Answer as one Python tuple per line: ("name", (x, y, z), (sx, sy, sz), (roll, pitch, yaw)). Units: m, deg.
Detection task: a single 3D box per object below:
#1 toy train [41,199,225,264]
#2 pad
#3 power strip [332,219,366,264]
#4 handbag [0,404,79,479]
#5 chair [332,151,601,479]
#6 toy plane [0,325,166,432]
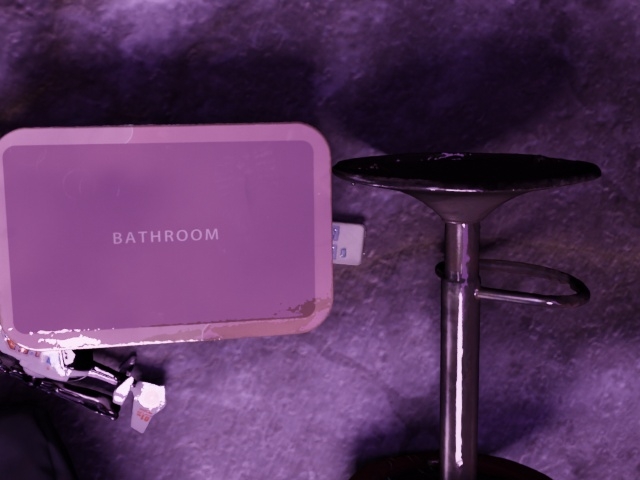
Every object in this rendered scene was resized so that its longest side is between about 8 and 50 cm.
("toy train", (-0.165, -0.019, 0.758), (0.170, 0.111, 0.071), (5, 97, -16))
("pad", (-0.120, -0.004, 0.714), (0.266, 0.002, 0.176), (-3, 100, -12))
("power strip", (0.000, 0.000, 0.848), (0.090, 0.016, 0.040), (5, 98, -14))
("handbag", (-0.318, 0.305, 0.739), (0.301, 0.275, 0.178), (-21, 146, -12))
("chair", (0.119, 0.130, 0.795), (0.226, 0.226, 0.401), (-2, 101, -13))
("toy plane", (-0.224, 0.102, 0.799), (0.197, 0.053, 0.078), (28, 101, -15))
